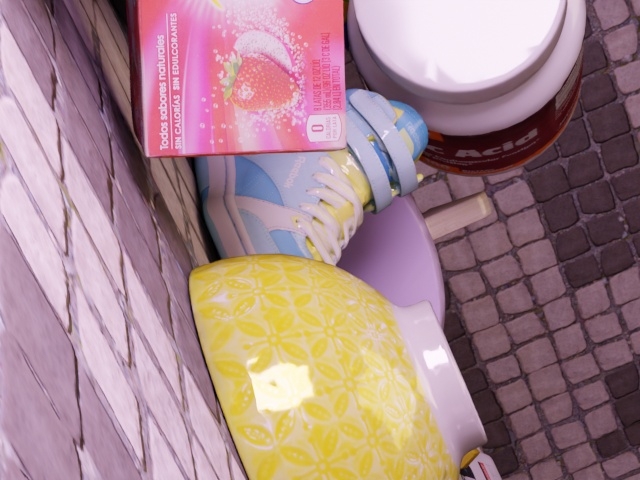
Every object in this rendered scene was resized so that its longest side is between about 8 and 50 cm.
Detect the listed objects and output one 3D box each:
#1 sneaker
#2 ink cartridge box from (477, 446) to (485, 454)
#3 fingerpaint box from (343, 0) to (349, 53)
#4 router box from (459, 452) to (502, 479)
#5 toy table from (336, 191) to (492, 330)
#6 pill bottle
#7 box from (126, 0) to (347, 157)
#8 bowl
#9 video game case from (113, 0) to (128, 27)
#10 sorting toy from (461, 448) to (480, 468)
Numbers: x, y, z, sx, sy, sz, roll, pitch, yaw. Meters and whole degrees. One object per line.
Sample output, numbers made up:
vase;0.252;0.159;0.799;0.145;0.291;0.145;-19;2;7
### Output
sneaker;0.008;-0.034;1.639;0.319;0.208;0.127;-108;176;-55
ink cartridge box;0.090;0.170;2.299;0.309;0.130;0.272;-106;170;-68
fingerpaint box;-0.055;-0.395;1.645;0.445;0.163;0.371;40;57;-79
router box;0.136;0.335;1.663;0.301;0.082;0.335;30;34;-63
toy table;0.049;0.015;1.995;0.161;0.252;0.274;-35;117;-70
pill bottle;0.144;-0.196;1.821;0.392;0.224;0.224;42;25;-80
box;-0.065;-0.214;1.321;0.154;0.142;0.300;-133;-139;-77
bowl;0.030;0.125;1.385;0.289;0.156;0.289;-23;90;-87
video game case;-0.222;-0.355;1.652;0.275;0.035;0.248;-108;174;-50
sorting toy;0.062;0.109;1.732;0.229;0.041;0.307;35;7;-42
